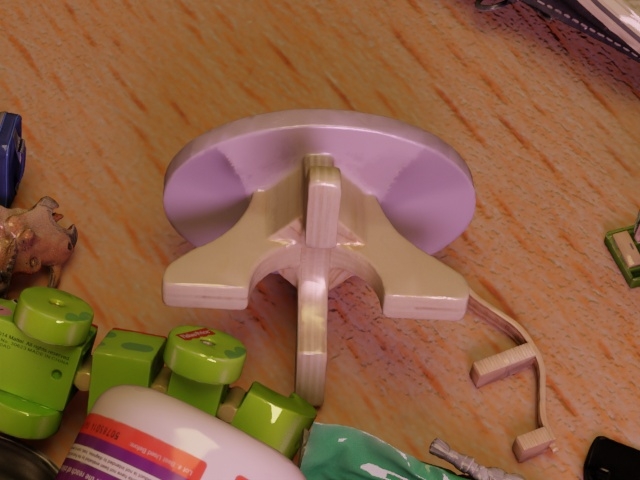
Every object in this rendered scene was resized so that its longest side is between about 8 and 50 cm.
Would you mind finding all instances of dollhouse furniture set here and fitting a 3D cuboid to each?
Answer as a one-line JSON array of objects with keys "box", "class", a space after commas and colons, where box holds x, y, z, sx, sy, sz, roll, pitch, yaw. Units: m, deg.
[{"box": [0.305, -0.022, 1.564, 0.076, 0.151, 0.058, -15, 60, -13], "class": "dollhouse furniture set"}]

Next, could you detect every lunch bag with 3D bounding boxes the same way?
[{"box": [-0.301, -0.075, 1.573, 0.065, 0.098, 0.067, 9, 43, -3], "class": "lunch bag"}]

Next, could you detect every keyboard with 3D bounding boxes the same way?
[{"box": [0.311, 0.238, 1.470, 0.192, 0.038, 0.100, 21, 34, 10], "class": "keyboard"}]

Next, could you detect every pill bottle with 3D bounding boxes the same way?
[{"box": [-0.150, 0.281, 1.272, 0.182, 0.181, 0.323, 25, 77, 11], "class": "pill bottle"}]

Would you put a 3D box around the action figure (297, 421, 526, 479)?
[{"box": [0.091, 0.208, 1.424, 0.232, 0.137, 0.063, 12, 43, -8], "class": "action figure"}]

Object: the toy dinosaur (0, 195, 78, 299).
[{"box": [-0.376, 0.020, 1.501, 0.296, 0.200, 0.127, -23, 22, 6], "class": "toy dinosaur"}]

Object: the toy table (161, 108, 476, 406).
[{"box": [0.000, 0.000, 1.481, 0.274, 0.252, 0.161, -7, 40, 4], "class": "toy table"}]

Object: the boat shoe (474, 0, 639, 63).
[{"box": [0.220, -0.317, 1.760, 0.500, 0.156, 0.187, 37, 55, 5], "class": "boat shoe"}]

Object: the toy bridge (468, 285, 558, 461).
[{"box": [0.165, 0.111, 1.537, 0.063, 0.026, 0.188, -18, 60, -18], "class": "toy bridge"}]

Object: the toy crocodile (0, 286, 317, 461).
[{"box": [-0.170, 0.111, 1.436, 0.341, 0.115, 0.105, 15, 17, 2], "class": "toy crocodile"}]

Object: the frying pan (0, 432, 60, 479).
[{"box": [-0.243, 0.211, 1.417, 0.197, 0.053, 0.326, 43, 51, 19], "class": "frying pan"}]
